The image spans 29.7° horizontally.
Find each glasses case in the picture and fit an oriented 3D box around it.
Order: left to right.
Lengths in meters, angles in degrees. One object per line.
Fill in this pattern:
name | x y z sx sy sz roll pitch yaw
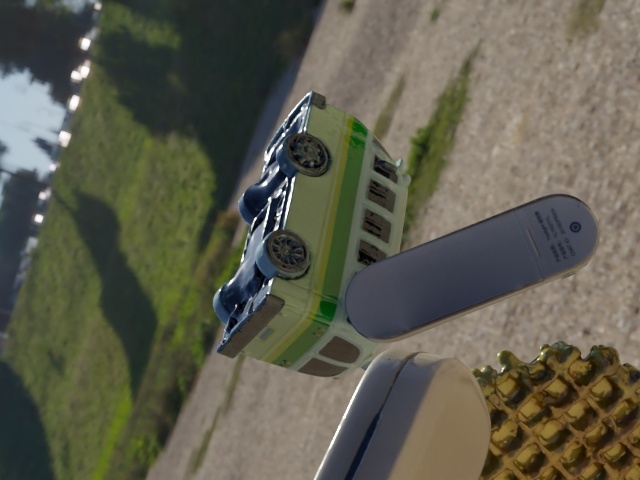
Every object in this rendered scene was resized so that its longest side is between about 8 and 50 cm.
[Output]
glasses case | 0.025 0.143 0.570 0.050 0.083 0.196 3 51 37

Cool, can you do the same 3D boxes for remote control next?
remote control | 0.139 0.026 1.110 0.022 0.245 0.077 62 -173 -73

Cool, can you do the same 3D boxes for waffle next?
waffle | 0.170 0.161 0.903 0.038 0.191 0.191 -131 60 -72

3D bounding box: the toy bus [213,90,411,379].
toy bus | 0.000 0.000 1.249 0.133 0.165 0.276 -46 25 50
